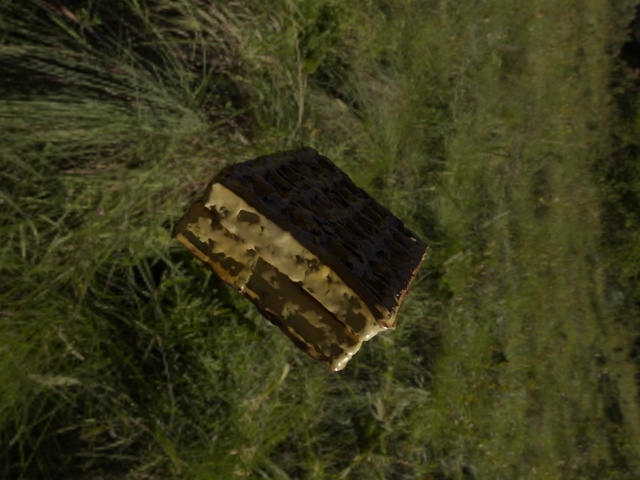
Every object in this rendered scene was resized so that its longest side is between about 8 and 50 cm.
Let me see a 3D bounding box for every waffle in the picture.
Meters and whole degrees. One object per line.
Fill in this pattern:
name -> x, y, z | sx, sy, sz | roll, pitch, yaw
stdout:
waffle -> 0.001, -0.001, 0.672 | 0.091, 0.213, 0.308 | -51, 176, 19
